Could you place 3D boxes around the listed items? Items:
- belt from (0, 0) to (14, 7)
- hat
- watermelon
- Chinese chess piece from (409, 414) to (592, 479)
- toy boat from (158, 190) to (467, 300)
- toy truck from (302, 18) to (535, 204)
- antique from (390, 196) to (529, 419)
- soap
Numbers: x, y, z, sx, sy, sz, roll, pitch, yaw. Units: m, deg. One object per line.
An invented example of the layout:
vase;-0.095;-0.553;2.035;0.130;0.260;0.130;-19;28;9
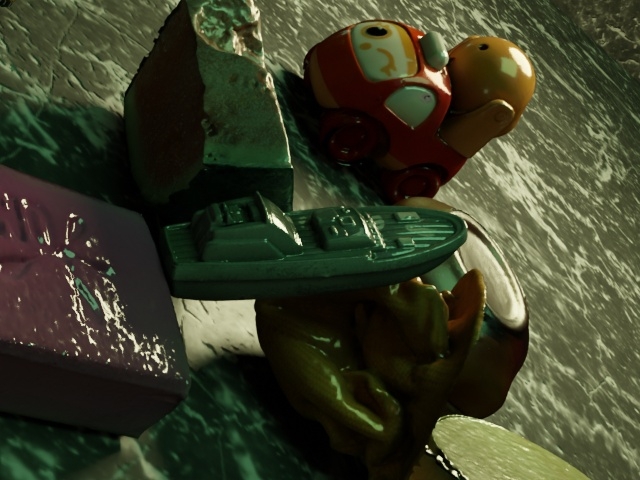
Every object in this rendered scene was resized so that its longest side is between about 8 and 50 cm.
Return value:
belt;-0.353;-0.331;1.104;0.295;0.160;0.207;38;8;-25
hat;-0.001;0.084;1.161;0.233;0.244;0.233;26;-10;-3
watermelon;-0.104;-0.112;1.166;0.148;0.226;0.318;0;13;-9
Chinese chess piece;0.173;0.253;1.175;0.238;0.092;0.238;26;14;-7
toy boat;0.000;0.000;1.046;0.261;0.085;0.078;-4;39;-17
toy truck;0.127;-0.191;1.620;0.265;0.239;0.189;31;31;-35
antique;0.137;0.067;1.413;0.223;0.129;0.278;39;29;-29
soap;-0.225;0.031;0.914;0.259;0.081;0.181;23;37;-45
